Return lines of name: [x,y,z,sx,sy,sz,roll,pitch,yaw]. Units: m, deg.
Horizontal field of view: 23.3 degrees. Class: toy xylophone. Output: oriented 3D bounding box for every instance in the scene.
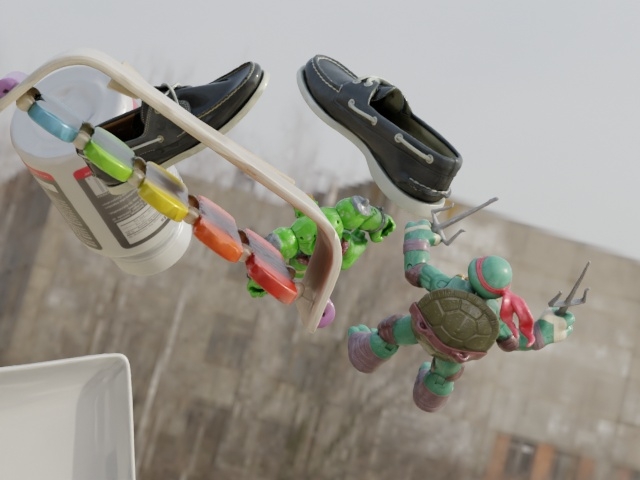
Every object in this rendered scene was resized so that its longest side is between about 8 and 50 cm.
toy xylophone: [-0.107,-0.055,1.248,0.323,0.081,0.236,36,4,-2]

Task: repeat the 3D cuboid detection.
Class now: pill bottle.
pill bottle: [-0.298,-0.087,2.217,0.176,0.176,0.318,10,-30,26]

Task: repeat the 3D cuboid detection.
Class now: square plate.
square plate: [-0.351,0.300,1.577,0.344,0.347,0.049,-4,1,-28]

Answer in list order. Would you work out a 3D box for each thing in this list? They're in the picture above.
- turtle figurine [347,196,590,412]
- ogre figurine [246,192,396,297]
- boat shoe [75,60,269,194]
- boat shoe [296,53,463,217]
turtle figurine: [0.125,0.060,1.403,0.175,0.118,0.234,45,-47,6]
ogre figurine: [0.000,0.000,1.917,0.197,0.097,0.118,-7,-25,-1]
boat shoe: [-0.162,-0.135,1.709,0.233,0.084,0.079,-28,-60,17]
boat shoe: [0.079,-0.156,1.979,0.114,0.091,0.302,-4,43,-46]
